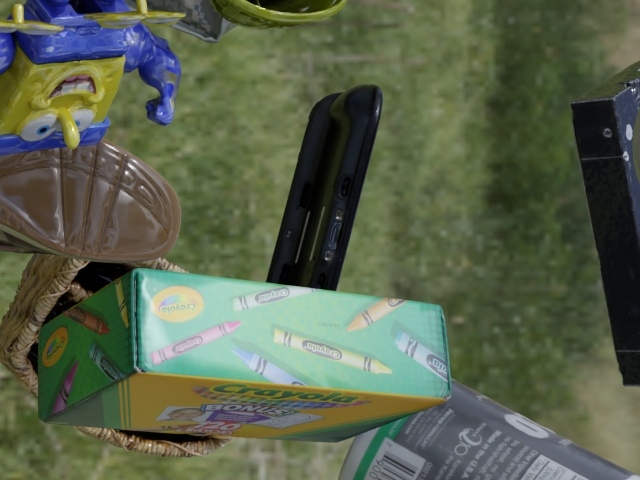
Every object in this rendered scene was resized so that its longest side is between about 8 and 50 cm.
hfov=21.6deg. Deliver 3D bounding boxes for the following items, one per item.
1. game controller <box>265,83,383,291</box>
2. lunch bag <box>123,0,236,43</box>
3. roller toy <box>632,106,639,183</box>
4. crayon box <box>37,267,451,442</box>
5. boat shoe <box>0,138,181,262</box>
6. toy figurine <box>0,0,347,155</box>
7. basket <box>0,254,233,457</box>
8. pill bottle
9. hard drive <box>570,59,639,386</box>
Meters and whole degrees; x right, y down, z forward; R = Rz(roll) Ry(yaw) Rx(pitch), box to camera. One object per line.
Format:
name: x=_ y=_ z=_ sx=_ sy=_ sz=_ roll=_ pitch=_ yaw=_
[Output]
game controller: x=0.000 y=0.000 z=1.673 sx=0.166 sy=0.067 sz=0.319 roll=179 pitch=-74 yaw=-70
lunch bag: x=-0.180 y=-0.333 z=1.677 sx=0.235 sy=0.287 sz=0.169 roll=-55 pitch=167 yaw=-71
roller toy: x=0.396 y=-0.083 z=1.522 sx=0.146 sy=0.191 sz=0.209 roll=20 pitch=88 yaw=-44
crayon box: x=-0.058 y=0.095 z=1.300 sx=0.278 sy=0.165 sz=0.081 roll=8 pitch=68 yaw=-32
boat shoe: x=-0.309 y=-0.046 z=1.629 sx=0.123 sy=0.342 sz=0.123 roll=157 pitch=-60 yaw=-67
toy figurine: x=-0.181 y=-0.154 z=1.215 sx=0.362 sy=0.191 sz=0.217 roll=-12 pitch=148 yaw=-41
basket: x=-0.214 y=0.136 z=1.963 sx=0.213 sy=0.299 sz=0.223 roll=-64 pitch=-157 yaw=-10
pill bottle: x=0.208 y=0.291 z=1.654 sx=0.204 sy=0.361 sz=0.204 roll=-45 pitch=150 yaw=-35
hard drive: x=0.385 y=-0.029 z=1.936 sx=0.237 sy=0.064 sz=0.339 roll=-32 pitch=113 yaw=-52
